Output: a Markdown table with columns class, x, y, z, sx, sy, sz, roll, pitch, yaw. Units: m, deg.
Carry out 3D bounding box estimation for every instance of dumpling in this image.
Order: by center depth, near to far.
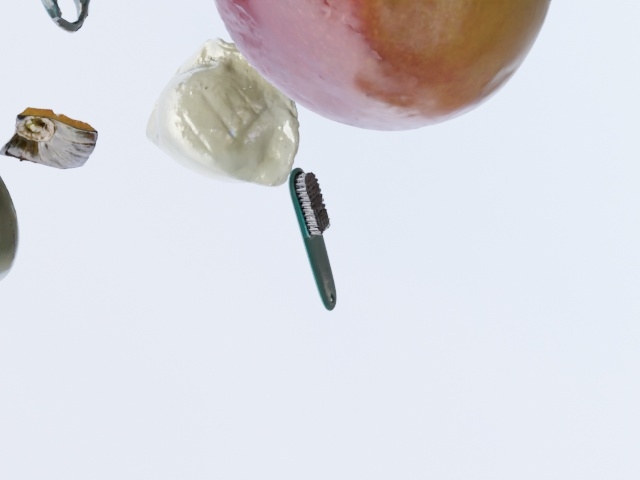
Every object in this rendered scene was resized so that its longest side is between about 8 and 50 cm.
| class | x | y | z | sx | sy | sz | roll | pitch | yaw |
| --- | --- | --- | --- | --- | --- | --- | --- | --- | --- |
| dumpling | -0.122 | -0.168 | 2.191 | 0.252 | 0.179 | 0.131 | 27 | -178 | 37 |

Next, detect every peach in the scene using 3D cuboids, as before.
| class | x | y | z | sx | sy | sz | roll | pitch | yaw |
| --- | --- | --- | --- | --- | --- | --- | --- | --- | --- |
| peach | 0.047 | -0.254 | 1.464 | 0.332 | 0.308 | 0.308 | 8 | -122 | -44 |

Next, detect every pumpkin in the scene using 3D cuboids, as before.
| class | x | y | z | sx | sy | sz | roll | pitch | yaw |
| --- | --- | --- | --- | --- | --- | --- | --- | --- | --- |
| pumpkin | -0.304 | -0.116 | 1.878 | 0.101 | 0.073 | 0.035 | 14 | -138 | -15 |

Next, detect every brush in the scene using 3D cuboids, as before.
| class | x | y | z | sx | sy | sz | roll | pitch | yaw |
| --- | --- | --- | --- | --- | --- | --- | --- | --- | --- |
| brush | 0.000 | 0.000 | 2.035 | 0.043 | 0.032 | 0.193 | -44 | -55 | -48 |

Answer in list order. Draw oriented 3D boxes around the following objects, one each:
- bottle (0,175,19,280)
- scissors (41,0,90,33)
| class | x | y | z | sx | sy | sz | roll | pitch | yaw |
| --- | --- | --- | --- | --- | --- | --- | --- | --- | --- |
| bottle | -0.468 | 0.023 | 1.590 | 0.347 | 0.168 | 0.168 | -27 | -89 | -38 |
| scissors | -0.293 | -0.283 | 1.587 | 0.289 | 0.041 | 0.138 | 16 | -116 | -72 |
